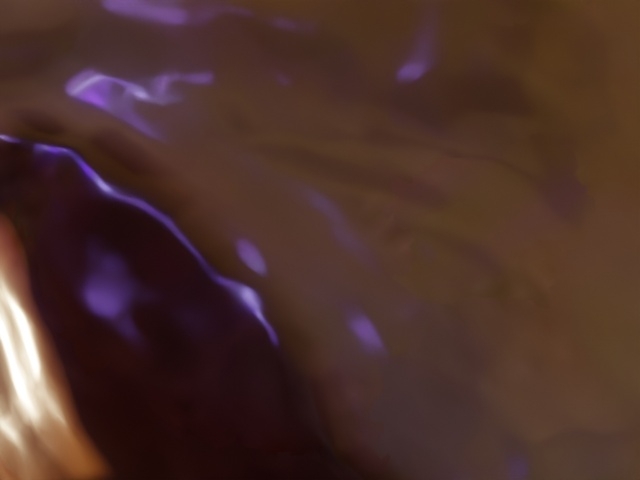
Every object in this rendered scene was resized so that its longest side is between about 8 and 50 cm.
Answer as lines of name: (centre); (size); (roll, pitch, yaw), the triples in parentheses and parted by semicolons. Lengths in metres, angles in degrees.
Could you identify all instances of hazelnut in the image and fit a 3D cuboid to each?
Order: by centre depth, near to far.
hazelnut: (0.000, 0.000, 0.414); (0.241, 0.261, 0.261); (23, -179, -26)
